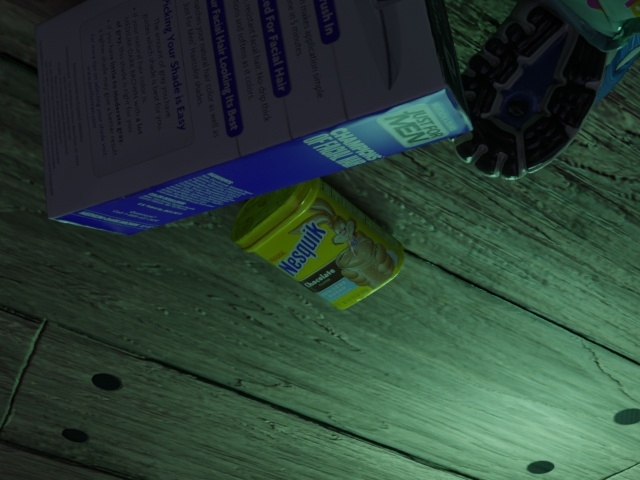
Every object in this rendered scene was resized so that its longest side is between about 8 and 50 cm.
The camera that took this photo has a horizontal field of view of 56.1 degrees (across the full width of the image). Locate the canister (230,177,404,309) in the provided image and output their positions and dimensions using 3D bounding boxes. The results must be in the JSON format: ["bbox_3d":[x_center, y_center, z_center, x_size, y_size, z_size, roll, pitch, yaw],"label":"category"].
[{"bbox_3d":[0.000,0.000,0.707,0.170,0.073,0.126,36,125,-26],"label":"canister"}]

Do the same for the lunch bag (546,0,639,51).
[{"bbox_3d":[0.168,-0.278,0.339,0.262,0.160,0.223,42,105,1],"label":"lunch bag"}]

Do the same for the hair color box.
[{"bbox_3d":[-0.067,-0.136,0.491,0.339,0.185,0.110,-14,167,23],"label":"hair color box"}]

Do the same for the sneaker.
[{"bbox_3d":[0.225,-0.202,0.491,0.130,0.147,0.330,40,110,7],"label":"sneaker"}]
